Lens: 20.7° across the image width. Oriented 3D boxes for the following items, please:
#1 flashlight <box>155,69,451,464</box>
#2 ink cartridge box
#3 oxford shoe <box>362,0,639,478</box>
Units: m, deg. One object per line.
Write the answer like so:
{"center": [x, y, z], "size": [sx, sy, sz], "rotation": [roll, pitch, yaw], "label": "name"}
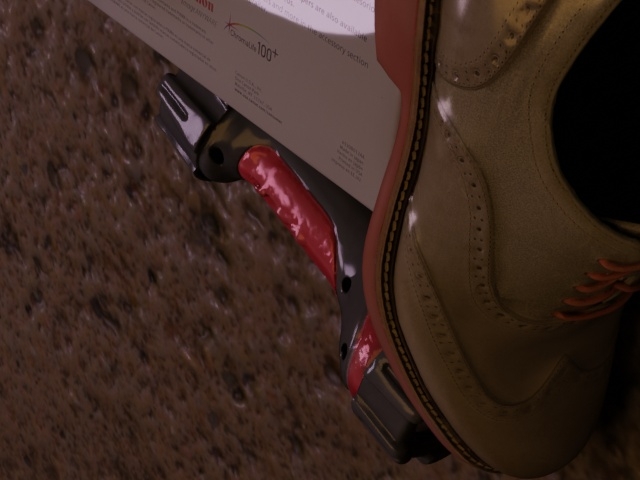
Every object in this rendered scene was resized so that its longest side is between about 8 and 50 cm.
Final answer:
{"center": [0.000, 0.000, 1.104], "size": [0.304, 0.103, 0.103], "rotation": [49, 143, 28], "label": "flashlight"}
{"center": [0.005, -0.208, 0.969], "size": [0.309, 0.130, 0.272], "rotation": [39, 132, 39], "label": "ink cartridge box"}
{"center": [0.112, -0.005, 0.862], "size": [0.146, 0.140, 0.397], "rotation": [39, 151, 41], "label": "oxford shoe"}
